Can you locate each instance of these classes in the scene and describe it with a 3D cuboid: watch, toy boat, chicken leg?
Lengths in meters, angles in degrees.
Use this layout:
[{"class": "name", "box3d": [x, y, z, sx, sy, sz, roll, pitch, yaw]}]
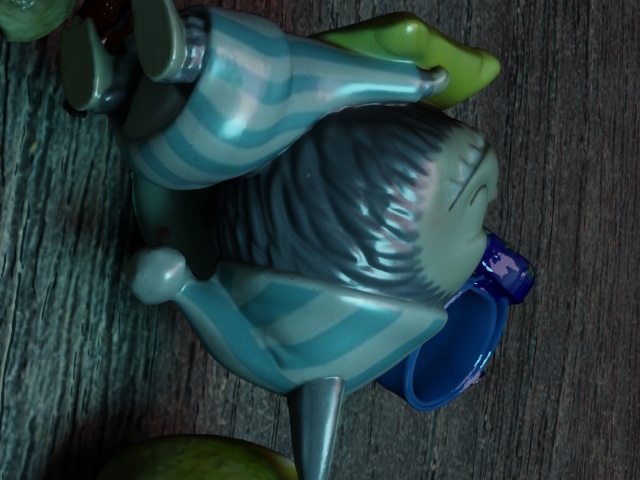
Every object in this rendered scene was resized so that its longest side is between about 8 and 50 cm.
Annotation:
[{"class": "watch", "box3d": [0.119, 0.072, 1.699, 0.200, 0.171, 0.196, -55, 139, -7]}, {"class": "toy boat", "box3d": [-0.095, -0.022, 1.488, 0.134, 0.078, 0.208, -61, 141, -27]}, {"class": "chicken leg", "box3d": [-0.185, -0.173, 1.379, 0.062, 0.037, 0.145, 73, 36, -50]}]

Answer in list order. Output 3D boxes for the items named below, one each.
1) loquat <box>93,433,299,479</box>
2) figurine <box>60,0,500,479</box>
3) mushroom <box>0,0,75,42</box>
[{"class": "loquat", "box3d": [-0.100, 0.300, 1.375, 0.284, 0.276, 0.276, 36, 62, -24]}, {"class": "figurine", "box3d": [-0.013, 0.016, 1.289, 0.361, 0.266, 0.378, 7, 72, -40]}, {"class": "mushroom", "box3d": [-0.278, -0.244, 1.145, 0.344, 0.130, 0.248, 26, 68, -53]}]
